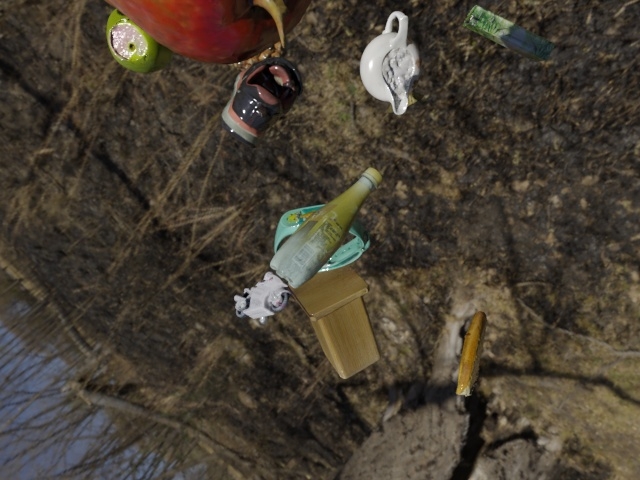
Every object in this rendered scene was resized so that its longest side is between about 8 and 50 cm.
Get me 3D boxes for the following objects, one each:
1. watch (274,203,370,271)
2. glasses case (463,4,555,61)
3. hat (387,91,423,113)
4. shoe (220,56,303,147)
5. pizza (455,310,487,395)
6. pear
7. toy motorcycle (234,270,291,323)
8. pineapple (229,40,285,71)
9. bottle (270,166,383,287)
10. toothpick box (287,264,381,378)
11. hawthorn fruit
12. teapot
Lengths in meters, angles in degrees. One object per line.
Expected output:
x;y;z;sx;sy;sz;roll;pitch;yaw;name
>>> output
0.000;0.000;1.320;0.237;0.068;0.195;-11;136;13;watch
0.590;-0.649;1.688;0.272;0.062;0.095;25;-165;-4;glasses case
0.296;-0.528;1.966;0.146;0.146;0.067;7;130;59;hat
-0.101;-0.304;1.049;0.114;0.290;0.137;35;128;-17;shoe
0.317;0.245;1.124;0.036;0.184;0.176;10;159;22;pizza
-0.482;-0.558;1.475;0.187;0.188;0.219;51;-162;-14;pear
-0.186;0.181;1.816;0.260;0.170;0.110;-16;136;42;toy motorcycle
-0.192;-0.527;1.431;0.166;0.193;0.166;174;90;-82;pineapple
0.019;-0.030;1.002;0.083;0.269;0.083;40;169;9;bottle
0.057;0.241;1.600;0.187;0.190;0.308;44;158;53;toothpick box
-0.124;-0.323;0.581;0.262;0.258;0.258;12;148;15;hawthorn fruit
0.224;-0.548;1.667;0.139;0.205;0.297;-131;32;-64;teapot
